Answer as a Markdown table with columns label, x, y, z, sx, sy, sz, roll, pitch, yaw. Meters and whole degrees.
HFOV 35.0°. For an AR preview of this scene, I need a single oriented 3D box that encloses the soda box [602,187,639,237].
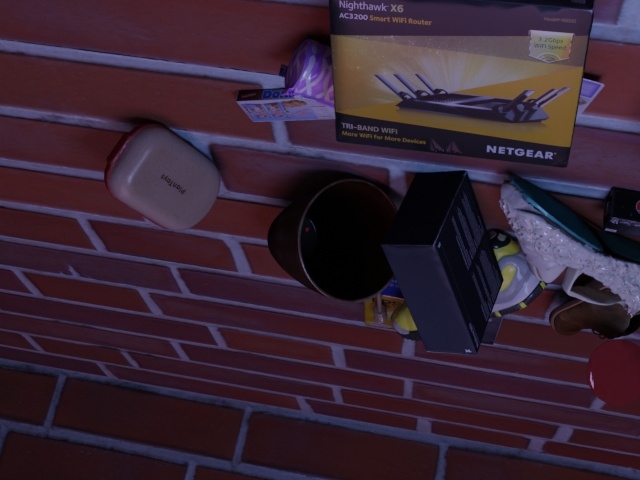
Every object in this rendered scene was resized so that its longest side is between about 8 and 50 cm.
| label | x | y | z | sx | sy | sz | roll | pitch | yaw |
| --- | --- | --- | --- | --- | --- | --- | --- | --- | --- |
| soda box | 0.546 | -0.036 | 1.640 | 0.169 | 0.060 | 0.053 | 11 | 155 | 3 |

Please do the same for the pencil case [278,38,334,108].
| label | x | y | z | sx | sy | sz | roll | pitch | yaw |
| --- | --- | --- | --- | --- | --- | --- | --- | --- | --- |
| pencil case | 0.048 | -0.212 | 1.432 | 0.206 | 0.088 | 0.086 | 18 | 164 | -17 |

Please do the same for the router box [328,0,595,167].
| label | x | y | z | sx | sy | sz | roll | pitch | yaw |
| --- | --- | --- | --- | --- | --- | --- | --- | --- | --- |
| router box | 0.170 | -0.220 | 1.263 | 0.309 | 0.081 | 0.243 | 7 | 138 | 11 |

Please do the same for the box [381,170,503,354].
| label | x | y | z | sx | sy | sz | roll | pitch | yaw |
| --- | --- | --- | --- | --- | --- | --- | --- | --- | --- |
| box | 0.213 | 0.040 | 1.724 | 0.103 | 0.184 | 0.261 | -2 | 132 | 29 |

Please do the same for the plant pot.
| label | x | y | z | sx | sy | sz | roll | pitch | yaw |
| --- | --- | --- | --- | --- | --- | --- | --- | --- | --- |
| plant pot | 0.000 | 0.000 | 1.853 | 0.215 | 0.215 | 0.230 | 24 | 169 | -28 |

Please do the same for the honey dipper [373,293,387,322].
| label | x | y | z | sx | sy | sz | roll | pitch | yaw |
| --- | --- | --- | --- | --- | --- | --- | --- | --- | --- |
| honey dipper | 0.122 | 0.123 | 2.131 | 0.030 | 0.030 | 0.161 | 7 | 148 | 12 |

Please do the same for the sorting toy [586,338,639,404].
| label | x | y | z | sx | sy | sz | roll | pitch | yaw |
| --- | --- | --- | --- | --- | --- | --- | --- | --- | --- |
| sorting toy | 0.646 | 0.189 | 1.918 | 0.365 | 0.127 | 0.126 | -24 | -177 | -7 |

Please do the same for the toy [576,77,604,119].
| label | x | y | z | sx | sy | sz | roll | pitch | yaw |
| --- | --- | --- | --- | --- | --- | --- | --- | --- | --- |
| toy | 0.297 | -0.169 | 1.451 | 0.137 | 0.056 | 0.237 | 14 | 158 | -1 |

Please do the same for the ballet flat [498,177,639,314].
| label | x | y | z | sx | sy | sz | roll | pitch | yaw |
| --- | --- | --- | --- | --- | --- | --- | --- | --- | --- |
| ballet flat | 0.437 | 0.032 | 1.718 | 0.409 | 0.147 | 0.147 | 24 | 155 | -29 |

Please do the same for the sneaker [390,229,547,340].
| label | x | y | z | sx | sy | sz | roll | pitch | yaw |
| --- | --- | --- | --- | --- | --- | --- | --- | --- | --- |
| sneaker | 0.270 | 0.083 | 1.988 | 0.384 | 0.145 | 0.147 | -29 | 102 | 45 |

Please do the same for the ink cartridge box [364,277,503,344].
| label | x | y | z | sx | sy | sz | roll | pitch | yaw |
| --- | --- | --- | --- | --- | --- | --- | --- | --- | --- |
| ink cartridge box | 0.246 | 0.136 | 2.204 | 0.303 | 0.072 | 0.307 | 10 | 160 | 8 |

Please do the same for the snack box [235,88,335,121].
| label | x | y | z | sx | sy | sz | roll | pitch | yaw |
| --- | --- | --- | --- | --- | --- | --- | --- | --- | --- |
| snack box | -0.038 | -0.209 | 1.569 | 0.178 | 0.022 | 0.064 | 1 | 156 | 25 |

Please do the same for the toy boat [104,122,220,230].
| label | x | y | z | sx | sy | sz | roll | pitch | yaw |
| --- | --- | --- | --- | --- | --- | --- | --- | --- | --- |
| toy boat | -0.292 | -0.119 | 1.807 | 0.151 | 0.151 | 0.231 | 33 | 178 | 45 |

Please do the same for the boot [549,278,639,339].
| label | x | y | z | sx | sy | sz | roll | pitch | yaw |
| --- | --- | --- | --- | --- | --- | --- | --- | --- | --- |
| boot | 0.540 | 0.155 | 1.999 | 0.112 | 0.115 | 0.305 | -22 | 165 | -14 |
